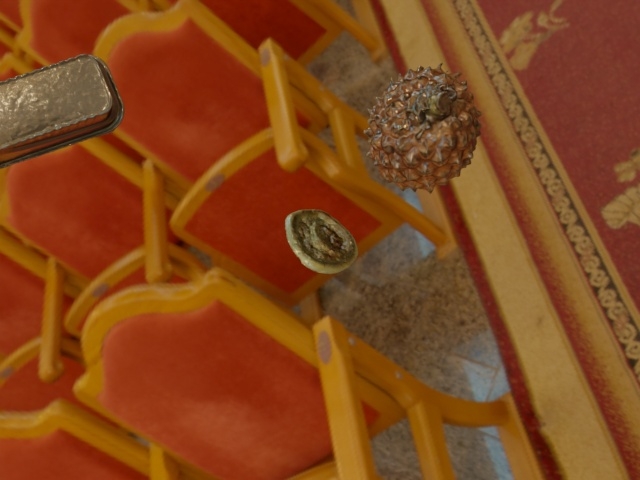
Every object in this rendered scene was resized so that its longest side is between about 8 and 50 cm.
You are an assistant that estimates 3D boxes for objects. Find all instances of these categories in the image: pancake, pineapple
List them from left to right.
[{"bbox_3d":[-0.001,-0.001,1.025,0.017,0.108,0.108,-54,33,39],"label":"pancake"},{"bbox_3d":[0.138,-0.152,1.054,0.193,0.166,0.166,114,175,-76],"label":"pineapple"}]

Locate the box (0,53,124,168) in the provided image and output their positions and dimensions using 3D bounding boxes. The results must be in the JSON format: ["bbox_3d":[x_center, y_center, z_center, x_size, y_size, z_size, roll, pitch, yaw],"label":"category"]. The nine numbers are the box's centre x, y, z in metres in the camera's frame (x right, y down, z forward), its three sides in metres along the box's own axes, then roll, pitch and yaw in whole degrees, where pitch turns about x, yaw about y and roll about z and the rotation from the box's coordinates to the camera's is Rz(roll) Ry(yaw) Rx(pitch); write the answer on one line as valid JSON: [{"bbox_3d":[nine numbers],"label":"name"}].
[{"bbox_3d":[-0.441,-0.204,1.266,0.274,0.138,0.178,-25,11,-17],"label":"box"}]
